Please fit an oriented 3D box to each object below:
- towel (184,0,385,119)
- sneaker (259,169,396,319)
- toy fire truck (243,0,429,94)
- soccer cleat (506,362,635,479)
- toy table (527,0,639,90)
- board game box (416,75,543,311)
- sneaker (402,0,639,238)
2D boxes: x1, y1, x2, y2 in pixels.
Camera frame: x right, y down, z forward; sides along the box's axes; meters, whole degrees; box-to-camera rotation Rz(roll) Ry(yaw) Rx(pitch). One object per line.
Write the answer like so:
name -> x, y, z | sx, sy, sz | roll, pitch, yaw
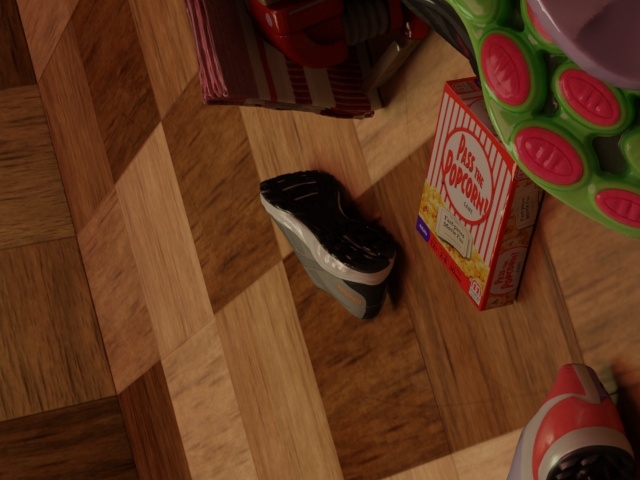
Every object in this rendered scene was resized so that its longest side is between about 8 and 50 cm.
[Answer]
towel -> -0.049, -0.251, 1.677 | 0.037, 0.329, 0.237 | -18, 81, 31
sneaker -> 0.000, 0.000, 1.917 | 0.271, 0.100, 0.108 | 50, 148, 47
toy fire truck -> 0.035, -0.236, 1.616 | 0.158, 0.217, 0.246 | 42, 152, 55
soccer cleat -> 0.227, 0.254, 1.539 | 0.318, 0.108, 0.116 | 104, 166, -47
toy table -> 0.232, -0.259, 1.136 | 0.161, 0.252, 0.274 | 137, 109, -81
board game box -> 0.164, -0.048, 1.589 | 0.147, 0.045, 0.193 | 54, 146, 43
sneaker -> 0.185, -0.209, 1.358 | 0.185, 0.202, 0.483 | -43, 69, 20
